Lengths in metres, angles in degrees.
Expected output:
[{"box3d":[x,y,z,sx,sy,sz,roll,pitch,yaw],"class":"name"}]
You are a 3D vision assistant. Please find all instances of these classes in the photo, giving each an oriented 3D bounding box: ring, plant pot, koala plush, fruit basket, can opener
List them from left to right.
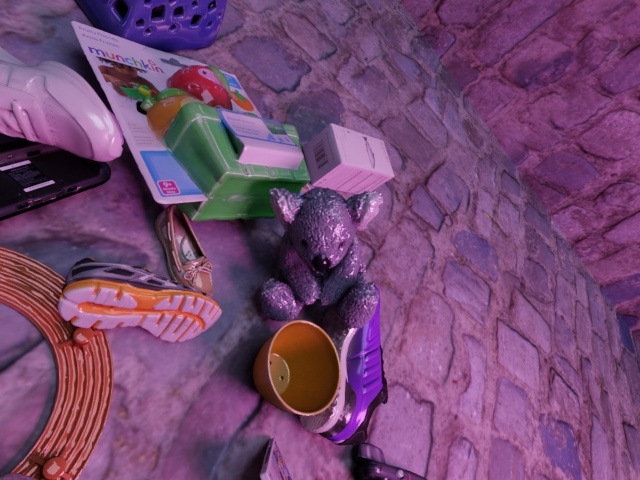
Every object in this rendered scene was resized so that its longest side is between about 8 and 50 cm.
[{"box3d":[-0.378,0.149,0.383,0.337,0.032,0.336,22,53,-33],"class":"ring"},{"box3d":[-0.289,-0.494,0.694,0.235,0.212,0.236,55,42,-6],"class":"plant pot"},{"box3d":[-0.180,-0.204,0.665,0.327,0.165,0.352,-6,64,-53],"class":"fruit basket"},{"box3d":[-0.050,0.200,0.615,0.134,0.095,0.134,23,53,-34],"class":"plant pot"},{"box3d":[0.000,0.000,0.649,0.197,0.221,0.203,3,50,3],"class":"koala plush"},{"box3d":[0.135,0.412,0.699,0.186,0.059,0.073,35,47,-24],"class":"can opener"}]

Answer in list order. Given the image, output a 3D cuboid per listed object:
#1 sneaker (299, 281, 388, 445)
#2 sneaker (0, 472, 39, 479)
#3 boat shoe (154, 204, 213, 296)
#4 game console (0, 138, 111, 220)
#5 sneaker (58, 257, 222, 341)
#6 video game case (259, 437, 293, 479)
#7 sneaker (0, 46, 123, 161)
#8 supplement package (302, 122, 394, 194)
[{"box3d":[0.067,0.219,0.723,0.146,0.102,0.293,42,49,-24],"class":"sneaker"},{"box3d":[-0.266,0.322,0.355,0.163,0.086,0.226,-46,131,-23],"class":"sneaker"},{"box3d":[-0.201,0.019,0.609,0.056,0.048,0.152,-16,79,-47],"class":"boat shoe"},{"box3d":[-0.397,-0.035,0.433,0.213,0.044,0.361,44,40,3],"class":"game console"},{"box3d":[-0.227,0.074,0.537,0.215,0.084,0.083,28,16,-44],"class":"sneaker"},{"box3d":[-0.053,0.328,0.540,0.011,0.122,0.087,-25,84,-5],"class":"video game case"},{"box3d":[-0.382,-0.156,0.467,0.305,0.114,0.152,27,53,3],"class":"sneaker"},{"box3d":[0.067,-0.182,0.933,0.179,0.105,0.105,3,65,-43],"class":"supplement package"}]
